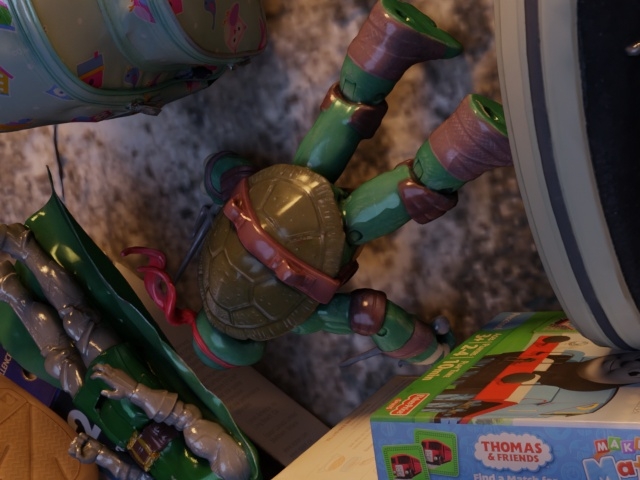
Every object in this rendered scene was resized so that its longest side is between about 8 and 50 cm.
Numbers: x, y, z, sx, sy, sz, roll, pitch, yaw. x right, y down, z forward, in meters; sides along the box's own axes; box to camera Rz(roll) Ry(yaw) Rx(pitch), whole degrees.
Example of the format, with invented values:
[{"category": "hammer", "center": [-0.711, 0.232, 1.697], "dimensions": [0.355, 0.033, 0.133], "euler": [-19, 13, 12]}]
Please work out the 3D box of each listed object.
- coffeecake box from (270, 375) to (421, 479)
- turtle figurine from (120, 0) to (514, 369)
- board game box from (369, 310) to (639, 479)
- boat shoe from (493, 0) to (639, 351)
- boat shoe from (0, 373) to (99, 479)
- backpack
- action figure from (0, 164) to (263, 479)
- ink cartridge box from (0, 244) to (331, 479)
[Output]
[{"category": "coffeecake box", "center": [0.093, 0.122, 0.627], "dimensions": [0.185, 0.142, 0.068], "euler": [-2, 104, 30]}, {"category": "turtle figurine", "center": [0.000, 0.000, 0.665], "dimensions": [0.175, 0.118, 0.234], "euler": [45, 115, 10]}, {"category": "board game box", "center": [0.151, 0.068, 0.568], "dimensions": [0.211, 0.160, 0.039], "euler": [-2, 102, 29]}, {"category": "boat shoe", "center": [0.158, -0.179, 0.468], "dimensions": [0.156, 0.187, 0.500], "euler": [9, 114, 20]}, {"category": "boat shoe", "center": [-0.261, 0.094, 0.773], "dimensions": [0.285, 0.103, 0.092], "euler": [35, 119, 9]}, {"category": "backpack", "center": [-0.119, -0.139, 0.639], "dimensions": [0.144, 0.188, 0.166], "euler": [-6, 101, 30]}, {"category": "action figure", "center": [-0.103, 0.086, 0.698], "dimensions": [0.232, 0.063, 0.137], "euler": [44, 136, 15]}, {"category": "ink cartridge box", "center": [-0.076, 0.157, 0.782], "dimensions": [0.371, 0.069, 0.175], "euler": [38, 119, 17]}]
